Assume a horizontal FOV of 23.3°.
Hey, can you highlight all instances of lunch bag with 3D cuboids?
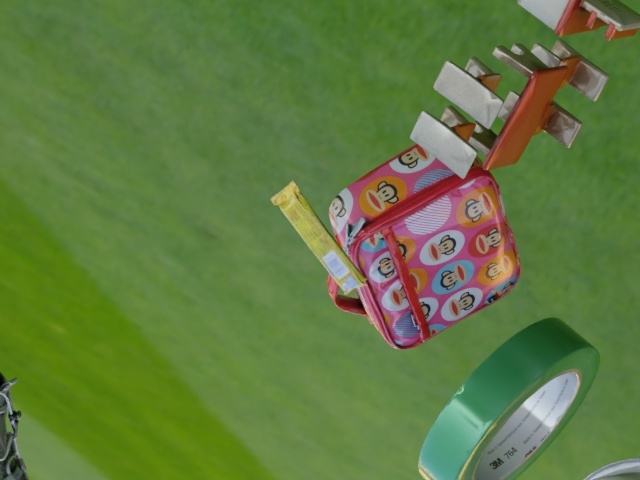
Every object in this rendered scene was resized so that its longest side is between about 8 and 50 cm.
[{"bbox_3d":[0.126,0.012,2.089,0.120,0.258,0.293,59,176,39],"label":"lunch bag"}]

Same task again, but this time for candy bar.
[{"bbox_3d":[0.000,0.000,1.929,0.161,0.040,0.018,52,-160,-7],"label":"candy bar"}]

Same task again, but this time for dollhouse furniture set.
[{"bbox_3d":[0.275,-0.195,1.909,0.135,0.259,0.262,41,-146,25],"label":"dollhouse furniture set"}]

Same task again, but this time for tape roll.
[{"bbox_3d":[0.286,0.263,2.343,0.077,0.321,0.321,41,170,25],"label":"tape roll"}]

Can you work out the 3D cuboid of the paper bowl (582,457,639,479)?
[{"bbox_3d":[0.421,0.442,2.155,0.148,0.284,0.284,29,165,-34],"label":"paper bowl"}]

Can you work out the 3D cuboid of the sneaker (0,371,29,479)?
[{"bbox_3d":[-0.332,0.181,1.498,0.281,0.115,0.105,58,-179,-17],"label":"sneaker"}]
